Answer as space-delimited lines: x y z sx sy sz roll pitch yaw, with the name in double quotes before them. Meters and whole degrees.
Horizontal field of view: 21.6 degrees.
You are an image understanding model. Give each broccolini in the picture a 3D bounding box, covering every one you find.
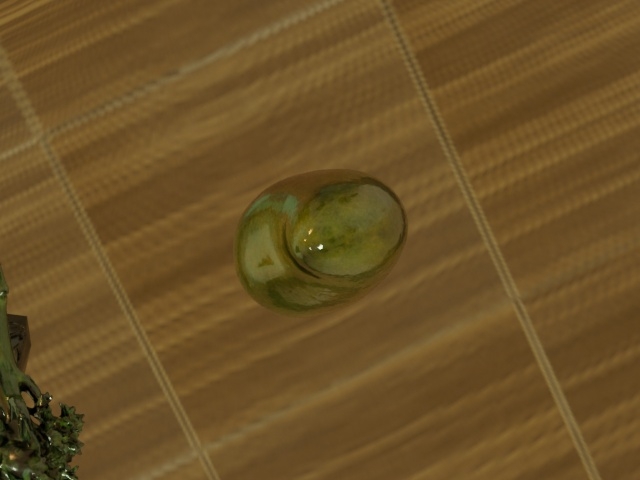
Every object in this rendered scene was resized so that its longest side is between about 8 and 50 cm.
"broccolini" -0.173 0.029 0.895 0.057 0.071 0.254 -17 76 38

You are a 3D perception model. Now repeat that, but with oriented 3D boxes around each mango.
"mango" 0.005 0.000 1.514 0.146 0.289 0.129 0 83 -20

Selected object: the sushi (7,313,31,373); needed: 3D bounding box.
"sushi" -0.412 0.135 1.563 0.272 0.109 0.134 6 136 -3
